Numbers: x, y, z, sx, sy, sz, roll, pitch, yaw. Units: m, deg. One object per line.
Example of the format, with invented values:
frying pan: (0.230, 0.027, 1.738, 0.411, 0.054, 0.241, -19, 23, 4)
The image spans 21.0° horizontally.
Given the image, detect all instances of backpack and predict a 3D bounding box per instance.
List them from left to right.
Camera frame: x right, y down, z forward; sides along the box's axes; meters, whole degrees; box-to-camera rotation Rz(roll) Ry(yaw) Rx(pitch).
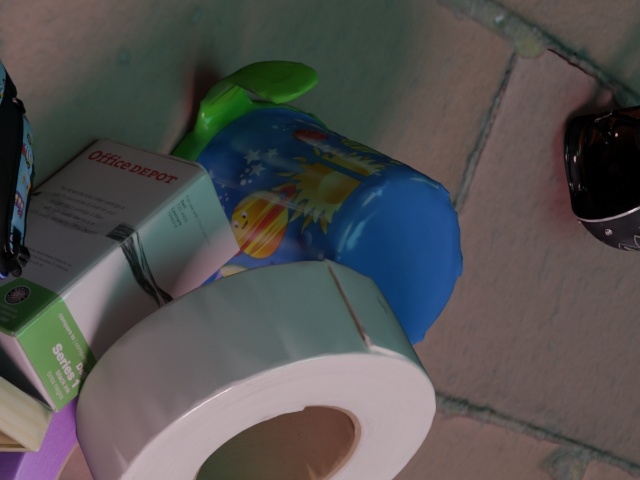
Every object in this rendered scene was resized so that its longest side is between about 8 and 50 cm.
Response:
backpack: (-0.278, -0.065, 1.258, 0.173, 0.117, 0.158, -88, 161, -53)

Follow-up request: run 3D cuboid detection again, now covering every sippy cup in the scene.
sippy cup: (0.000, 0.000, 1.578, 0.305, 0.224, 0.240, 35, 77, -42)

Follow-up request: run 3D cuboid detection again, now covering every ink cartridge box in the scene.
ink cartridge box: (-0.200, 0.022, 1.441, 0.219, 0.160, 0.092, -41, 127, -26)

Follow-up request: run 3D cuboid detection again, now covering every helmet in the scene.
helmet: (0.359, -0.070, 1.937, 0.169, 0.169, 0.161, -12, 93, -40)

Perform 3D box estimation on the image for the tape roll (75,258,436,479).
tape roll: (-0.051, 0.144, 1.409, 0.286, 0.100, 0.286, -18, 144, -13)

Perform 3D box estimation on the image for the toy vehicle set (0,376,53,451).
toy vehicle set: (-0.351, 0.088, 1.313, 0.267, 0.166, 0.035, 43, 55, -41)

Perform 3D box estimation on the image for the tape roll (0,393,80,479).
tape roll: (-0.202, 0.227, 1.521, 0.275, 0.090, 0.274, -17, 112, -48)
